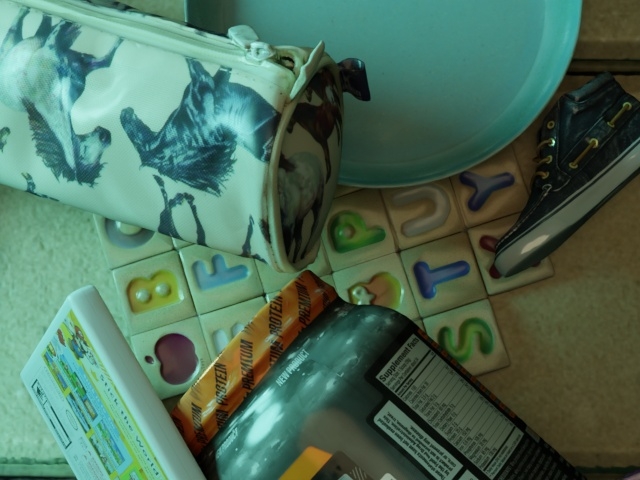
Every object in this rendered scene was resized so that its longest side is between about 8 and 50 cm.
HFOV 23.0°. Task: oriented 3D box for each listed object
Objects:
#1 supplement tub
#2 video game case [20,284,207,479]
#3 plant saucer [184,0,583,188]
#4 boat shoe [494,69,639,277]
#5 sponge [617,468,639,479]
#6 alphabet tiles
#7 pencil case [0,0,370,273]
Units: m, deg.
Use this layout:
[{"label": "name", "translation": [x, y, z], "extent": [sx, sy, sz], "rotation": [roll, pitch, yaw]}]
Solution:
[{"label": "supplement tub", "translation": [0.062, 0.191, 1.137], "extent": [0.338, 0.207, 0.207], "rotation": [42, 87, 5]}, {"label": "video game case", "translation": [-0.143, 0.163, 1.165], "extent": [0.026, 0.206, 0.227], "rotation": [-26, 81, -27]}, {"label": "plant saucer", "translation": [0.050, -0.192, 1.268], "extent": [0.318, 0.044, 0.317], "rotation": [-1, 79, 5]}, {"label": "boat shoe", "translation": [0.187, -0.053, 1.239], "extent": [0.183, 0.065, 0.083], "rotation": [-39, 78, -15]}, {"label": "sponge", "translation": [0.350, 0.201, 1.214], "extent": [0.210, 0.031, 0.117], "rotation": [-21, 82, 0]}, {"label": "alphabet tiles", "translation": [0.000, 0.000, 1.270], "extent": [0.343, 0.011, 0.285], "rotation": [-18, 82, 1]}, {"label": "pencil case", "translation": [-0.176, -0.117, 1.182], "extent": [0.410, 0.160, 0.183], "rotation": [18, 121, 16]}]
